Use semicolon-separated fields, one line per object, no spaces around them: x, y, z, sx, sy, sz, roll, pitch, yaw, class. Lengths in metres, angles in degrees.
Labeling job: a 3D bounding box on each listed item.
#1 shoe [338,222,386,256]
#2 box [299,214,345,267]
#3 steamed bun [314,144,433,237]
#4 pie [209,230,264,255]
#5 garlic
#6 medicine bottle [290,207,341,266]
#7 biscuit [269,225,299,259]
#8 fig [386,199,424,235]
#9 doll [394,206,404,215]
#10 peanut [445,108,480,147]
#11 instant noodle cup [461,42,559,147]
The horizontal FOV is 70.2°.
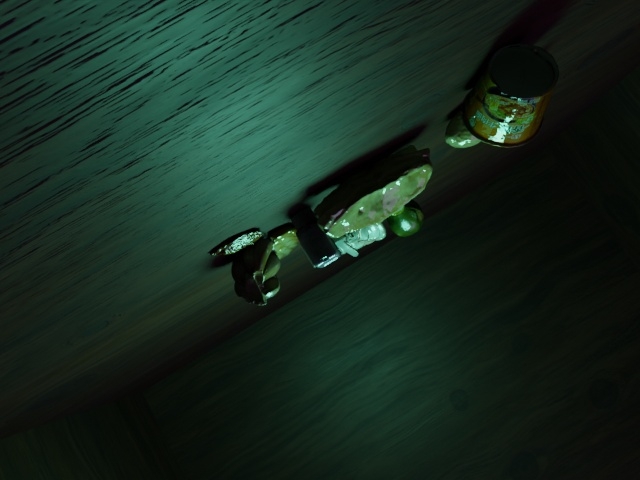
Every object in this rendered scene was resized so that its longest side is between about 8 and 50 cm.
0.145;-0.033;1.924;0.198;0.172;0.351;-26;167;-13;shoe
0.000;0.000;1.756;0.079;0.135;0.269;-27;169;-22;box
0.164;-0.151;1.504;0.427;0.189;0.247;-34;140;-6;steamed bun
-0.241;0.005;1.382;0.191;0.033;0.088;-23;163;-39;pie
-0.224;0.096;1.531;0.160;0.214;0.191;-6;-159;13;garlic
-0.019;-0.010;1.505;0.094;0.188;0.119;-33;170;7;medicine bottle
-0.139;0.011;1.663;0.154;0.045;0.299;-26;167;-24;biscuit
0.402;-0.132;2.256;0.195;0.195;0.244;-36;135;22;fig
0.341;-0.178;2.019;0.135;0.098;0.241;-53;175;-12;doll
0.541;-0.400;1.460;0.313;0.149;0.149;-31;170;-1;peanut
0.511;-0.392;1.215;0.230;0.230;0.182;-30;161;-7;instant noodle cup
